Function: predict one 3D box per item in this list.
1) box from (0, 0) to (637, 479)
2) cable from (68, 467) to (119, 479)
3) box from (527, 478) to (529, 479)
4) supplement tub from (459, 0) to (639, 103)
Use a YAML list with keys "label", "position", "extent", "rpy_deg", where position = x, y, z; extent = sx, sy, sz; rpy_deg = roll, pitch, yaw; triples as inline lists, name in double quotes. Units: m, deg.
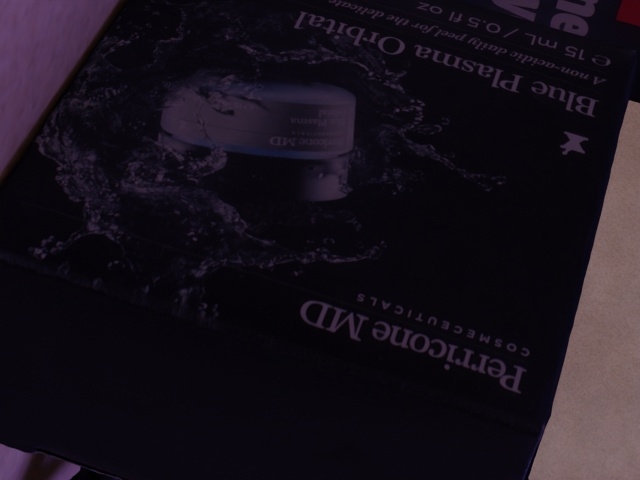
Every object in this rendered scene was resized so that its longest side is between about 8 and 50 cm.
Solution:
- label: "box"
  position: [0.000, 0.000, 0.418]
  extent: [0.093, 0.156, 0.158]
  rpy_deg: [99, 10, -48]
- label: "cable"
  position: [-0.089, 0.129, 0.549]
  extent: [0.184, 0.047, 0.151]
  rpy_deg: [83, 20, -69]
- label: "box"
  position: [0.033, 0.136, 0.718]
  extent: [0.165, 0.143, 0.270]
  rpy_deg: [75, 8, -79]
- label: "supplement tub"
  position: [0.146, -0.171, 0.687]
  extent: [0.191, 0.272, 0.191]
  rpy_deg: [17, 90, -83]
